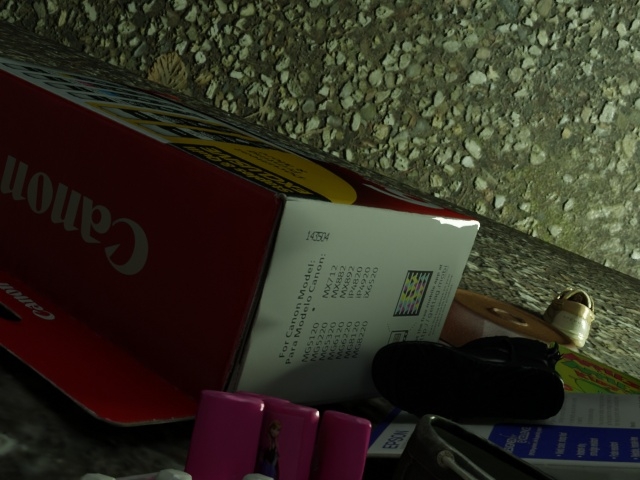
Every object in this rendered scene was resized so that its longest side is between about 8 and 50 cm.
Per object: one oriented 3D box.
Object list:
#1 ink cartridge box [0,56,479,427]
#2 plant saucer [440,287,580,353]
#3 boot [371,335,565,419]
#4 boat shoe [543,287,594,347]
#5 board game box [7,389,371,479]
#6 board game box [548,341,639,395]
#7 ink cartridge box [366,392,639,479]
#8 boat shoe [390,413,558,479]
[{"bbox_3d":[-0.106,-0.014,0.627,0.309,0.130,0.271,25,12,35],"label":"ink cartridge box"},{"bbox_3d":[0.188,0.093,1.012,0.198,0.036,0.198,21,10,-4],"label":"plant saucer"},{"bbox_3d":[0.095,0.080,0.614,0.121,0.045,0.099,6,6,8],"label":"boot"},{"bbox_3d":[0.321,0.091,1.244,0.063,0.059,0.170,23,9,7],"label":"boat shoe"},{"bbox_3d":[0.073,0.092,0.226,0.389,0.050,0.390,8,-6,21],"label":"board game box"},{"bbox_3d":[0.227,0.137,0.819,0.092,0.043,0.181,23,9,10],"label":"board game box"},{"bbox_3d":[0.218,0.130,0.552,0.370,0.069,0.176,1,4,16],"label":"ink cartridge box"},{"bbox_3d":[0.132,0.151,0.444,0.219,0.070,0.078,24,10,14],"label":"boat shoe"}]
